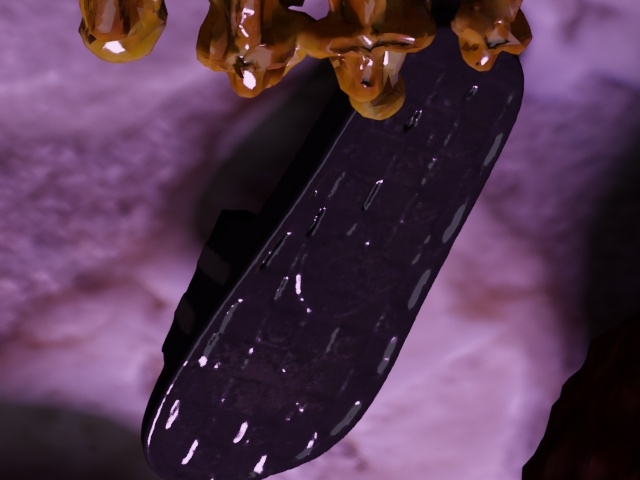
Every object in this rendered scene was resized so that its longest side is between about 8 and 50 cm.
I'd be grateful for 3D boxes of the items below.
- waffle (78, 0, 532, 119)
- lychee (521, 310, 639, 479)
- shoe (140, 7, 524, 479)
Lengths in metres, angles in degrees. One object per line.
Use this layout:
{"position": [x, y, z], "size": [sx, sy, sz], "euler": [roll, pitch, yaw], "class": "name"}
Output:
{"position": [0.005, -0.142, 0.405], "size": [0.231, 0.051, 0.228], "euler": [-41, 121, 12], "class": "waffle"}
{"position": [0.182, 0.119, 0.543], "size": [0.260, 0.261, 0.261], "euler": [1, 132, 2], "class": "lychee"}
{"position": [0.000, 0.000, 0.576], "size": [0.071, 0.049, 0.179], "euler": [18, 113, -29], "class": "shoe"}
